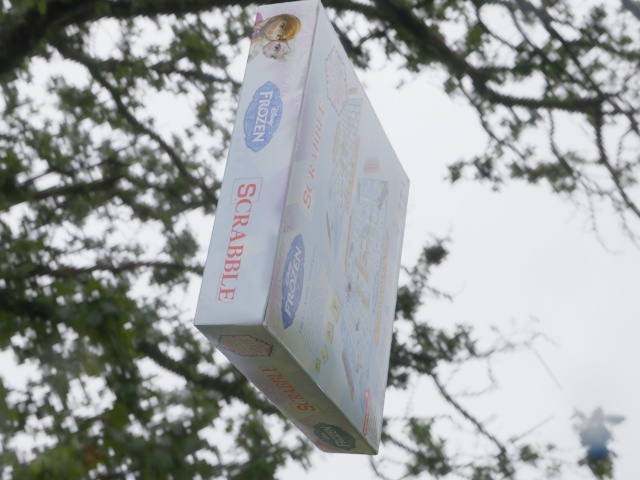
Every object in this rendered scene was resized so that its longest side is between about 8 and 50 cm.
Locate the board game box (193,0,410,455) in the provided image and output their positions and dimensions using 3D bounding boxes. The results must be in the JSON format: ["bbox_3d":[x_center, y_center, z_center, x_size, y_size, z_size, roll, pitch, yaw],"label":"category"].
[{"bbox_3d":[0.000,0.000,1.065,0.065,0.319,0.318,-2,-30,20],"label":"board game box"}]
